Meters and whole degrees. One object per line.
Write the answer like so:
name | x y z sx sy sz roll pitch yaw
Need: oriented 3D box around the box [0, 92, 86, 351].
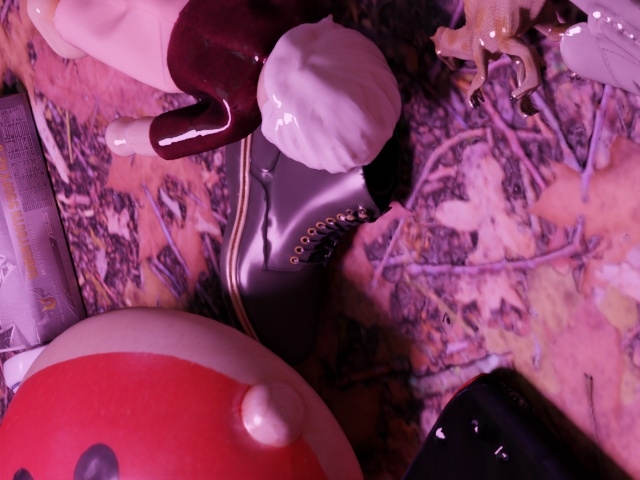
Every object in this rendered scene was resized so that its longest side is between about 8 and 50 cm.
box | -0.313 -0.010 1.449 0.183 0.056 0.231 -10 96 54

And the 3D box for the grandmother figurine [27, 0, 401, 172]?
grandmother figurine | -0.069 -0.141 1.031 0.342 0.104 0.208 35 108 44

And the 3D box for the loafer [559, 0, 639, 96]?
loafer | 0.172 -0.112 0.726 0.319 0.112 0.111 57 130 30

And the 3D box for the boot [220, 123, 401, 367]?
boot | 0.000 0.000 1.036 0.137 0.077 0.198 8 111 46

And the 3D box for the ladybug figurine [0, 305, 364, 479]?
ladybug figurine | -0.130 0.216 1.149 0.305 0.162 0.449 42 142 3

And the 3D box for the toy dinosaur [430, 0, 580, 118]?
toy dinosaur | 0.112 -0.127 0.852 0.183 0.053 0.093 -43 68 51

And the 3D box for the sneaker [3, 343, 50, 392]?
sneaker | -0.198 0.127 1.320 0.258 0.094 0.091 -14 90 54

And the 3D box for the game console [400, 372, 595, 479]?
game console | 0.136 0.327 0.937 0.386 0.060 0.342 49 121 36
